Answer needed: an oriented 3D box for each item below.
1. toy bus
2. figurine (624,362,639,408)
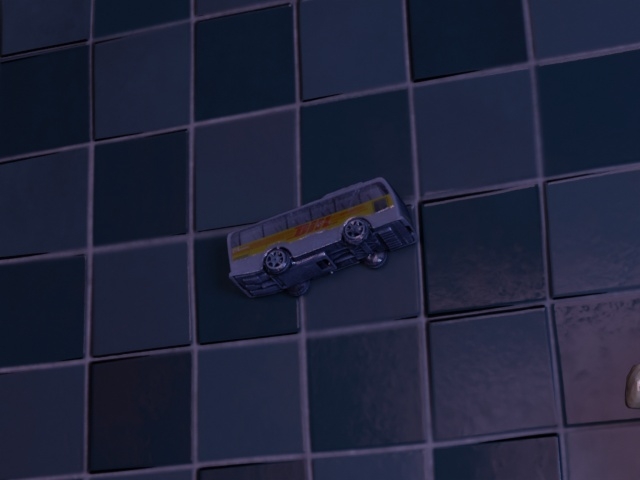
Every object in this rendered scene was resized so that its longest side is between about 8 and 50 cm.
[{"bbox_3d":[0.000,0.000,1.394,0.190,0.064,0.075,-21,55,13],"label":"toy bus"},{"bbox_3d":[0.416,0.162,1.103,0.332,0.204,0.185,26,112,29],"label":"figurine"}]
